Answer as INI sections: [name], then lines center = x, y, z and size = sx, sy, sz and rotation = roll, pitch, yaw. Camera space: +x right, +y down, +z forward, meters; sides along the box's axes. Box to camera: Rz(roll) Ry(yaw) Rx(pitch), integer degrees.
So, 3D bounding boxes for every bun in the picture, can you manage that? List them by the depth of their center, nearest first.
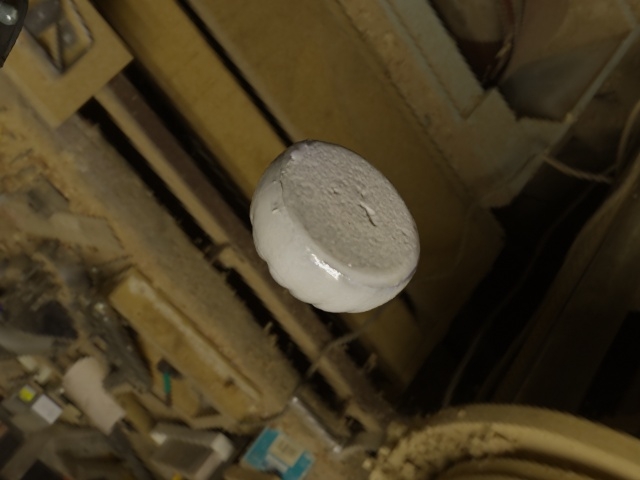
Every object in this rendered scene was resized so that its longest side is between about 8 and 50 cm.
[bun]
center = 0.000, 0.000, 0.759
size = 0.138, 0.138, 0.094
rotation = 43, 127, -7

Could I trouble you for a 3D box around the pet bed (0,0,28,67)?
[pet bed]
center = -0.455, -0.297, 1.221
size = 0.159, 0.211, 0.183
rotation = -7, 94, 4
